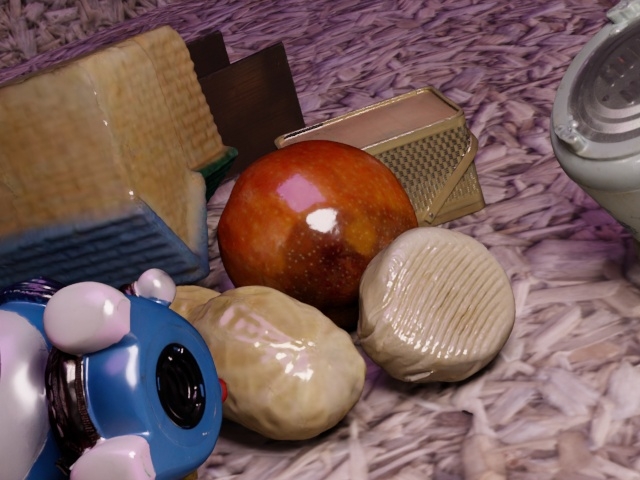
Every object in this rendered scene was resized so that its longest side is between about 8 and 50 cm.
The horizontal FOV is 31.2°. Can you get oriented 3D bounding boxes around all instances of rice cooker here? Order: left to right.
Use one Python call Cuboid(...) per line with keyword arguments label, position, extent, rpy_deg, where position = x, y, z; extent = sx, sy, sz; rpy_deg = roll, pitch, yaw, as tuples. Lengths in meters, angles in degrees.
Cuboid(label="rice cooker", position=(0.403, -0.099, 1.195), extent=(0.317, 0.316, 0.264), rpy_deg=(-34, 19, -33))

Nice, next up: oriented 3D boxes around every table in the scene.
Cuboid(label="table", position=(-0.213, -0.218, 1.930), extent=(0.282, 0.196, 0.251), rpy_deg=(-27, 26, -23))

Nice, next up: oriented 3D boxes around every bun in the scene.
Cuboid(label="bun", position=(0.111, 0.076, 1.202), extent=(0.173, 0.166, 0.113), rpy_deg=(-21, -19, -27))

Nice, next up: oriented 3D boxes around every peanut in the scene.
Cuboid(label="peanut", position=(-0.091, 0.119, 1.212), extent=(0.313, 0.152, 0.152), rpy_deg=(8, 34, 46))

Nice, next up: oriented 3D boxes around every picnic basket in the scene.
Cuboid(label="picnic basket", position=(0.078, -0.092, 1.549), extent=(0.267, 0.139, 0.165), rpy_deg=(-20, 25, -6))

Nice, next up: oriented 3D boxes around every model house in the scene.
Cuboid(label="model house", position=(-0.307, -0.082, 1.583), extent=(0.335, 0.342, 0.382), rpy_deg=(-15, 14, 23))

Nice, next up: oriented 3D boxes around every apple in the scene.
Cuboid(label="apple", position=(0.000, 0.000, 1.330), extent=(0.230, 0.230, 0.230), rpy_deg=(-14, 25, 6))

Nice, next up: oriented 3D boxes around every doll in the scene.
Cuboid(label="doll", position=(-0.253, 0.165, 1.078), extent=(0.310, 0.240, 0.284), rpy_deg=(-16, 65, 26))

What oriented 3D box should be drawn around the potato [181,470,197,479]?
Cuboid(label="potato", position=(-0.146, 0.230, 1.130), extent=(0.046, 0.045, 0.092), rpy_deg=(18, 12, -20))
